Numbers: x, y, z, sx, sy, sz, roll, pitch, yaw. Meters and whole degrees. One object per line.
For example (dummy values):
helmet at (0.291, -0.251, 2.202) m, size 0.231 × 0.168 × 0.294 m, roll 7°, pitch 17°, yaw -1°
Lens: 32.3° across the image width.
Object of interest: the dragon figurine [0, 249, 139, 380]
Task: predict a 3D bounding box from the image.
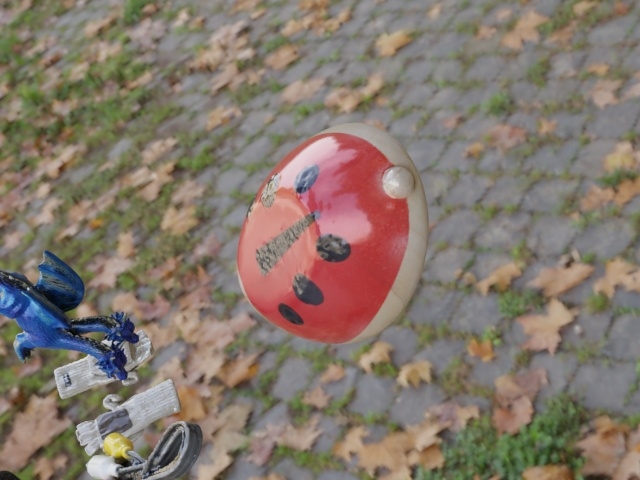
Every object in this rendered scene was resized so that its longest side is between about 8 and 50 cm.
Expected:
dragon figurine at (-0.349, 0.074, 1.372) m, size 0.144 × 0.289 × 0.085 m, roll -19°, pitch 36°, yaw 28°

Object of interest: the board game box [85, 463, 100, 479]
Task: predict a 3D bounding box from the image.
board game box at (-0.281, 0.455, 1.761) m, size 0.039 × 0.259 × 0.124 m, roll -39°, pitch 7°, yaw -25°

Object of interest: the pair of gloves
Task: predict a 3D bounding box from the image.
pair of gloves at (-0.381, 0.287, 2.085) m, size 0.204 × 0.042 × 0.240 m, roll -31°, pitch 49°, yaw -7°

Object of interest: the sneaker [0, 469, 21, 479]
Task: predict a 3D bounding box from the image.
sneaker at (-0.407, 0.400, 1.493) m, size 0.089 × 0.170 × 0.051 m, roll -42°, pitch -8°, yaw 37°

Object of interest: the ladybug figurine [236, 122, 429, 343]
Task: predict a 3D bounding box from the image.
ladybug figurine at (0.000, 0.000, 1.605) m, size 0.162 × 0.305 × 0.449 m, roll -12°, pitch -19°, yaw -29°

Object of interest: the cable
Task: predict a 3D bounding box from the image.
cable at (-0.247, 0.308, 1.447) m, size 0.287 × 0.072 × 0.139 m, roll -32°, pitch 39°, yaw 57°
